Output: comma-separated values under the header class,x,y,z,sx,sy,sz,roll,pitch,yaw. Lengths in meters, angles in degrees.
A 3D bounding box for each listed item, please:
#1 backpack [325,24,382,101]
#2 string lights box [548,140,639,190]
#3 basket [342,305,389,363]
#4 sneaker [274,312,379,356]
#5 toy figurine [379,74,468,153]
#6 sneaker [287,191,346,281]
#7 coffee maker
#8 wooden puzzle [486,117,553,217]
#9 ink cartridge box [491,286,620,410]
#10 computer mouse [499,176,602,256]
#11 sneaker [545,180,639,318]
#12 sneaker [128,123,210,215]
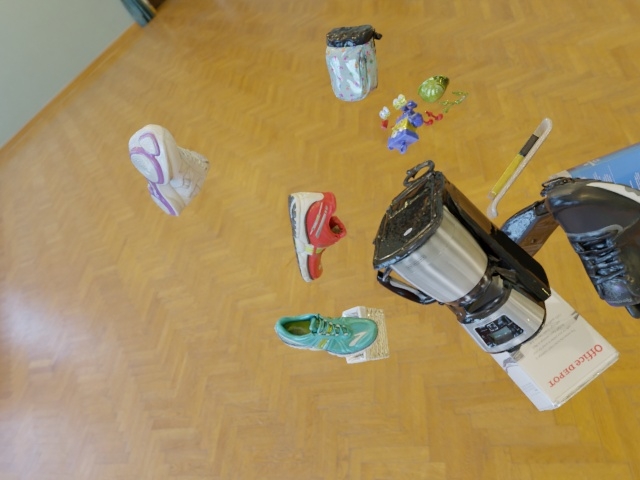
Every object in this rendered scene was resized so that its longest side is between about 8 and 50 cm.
class,x,y,z,sx,sy,sz,roll,pitch,yaw
backpack,0.087,-0.477,1.145,0.152,0.181,0.115,22,51,39
string lights box,0.726,-0.146,1.035,0.260,0.133,0.077,-22,10,25
basket,0.145,0.300,1.337,0.113,0.103,0.167,-36,54,55
sneaker,0.014,0.240,1.096,0.276,0.110,0.106,-3,60,11
toy figurine,0.358,-0.419,1.571,0.363,0.191,0.217,-22,49,59
sneaker,0.000,0.000,0.932,0.119,0.279,0.107,-10,55,-4
coffee maker,0.165,0.012,0.478,0.120,0.178,0.171,-26,29,57
wooden puzzle,0.469,-0.167,1.026,0.044,0.221,0.238,31,101,15
ink cartridge box,0.406,0.182,0.797,0.159,0.092,0.217,-33,61,-9
computer mouse,0.465,-0.042,0.921,0.072,0.189,0.272,61,141,36
sneaker,0.425,0.023,0.596,0.107,0.283,0.124,-19,47,58
sneaker,-0.326,-0.175,0.937,0.114,0.305,0.152,40,68,5
